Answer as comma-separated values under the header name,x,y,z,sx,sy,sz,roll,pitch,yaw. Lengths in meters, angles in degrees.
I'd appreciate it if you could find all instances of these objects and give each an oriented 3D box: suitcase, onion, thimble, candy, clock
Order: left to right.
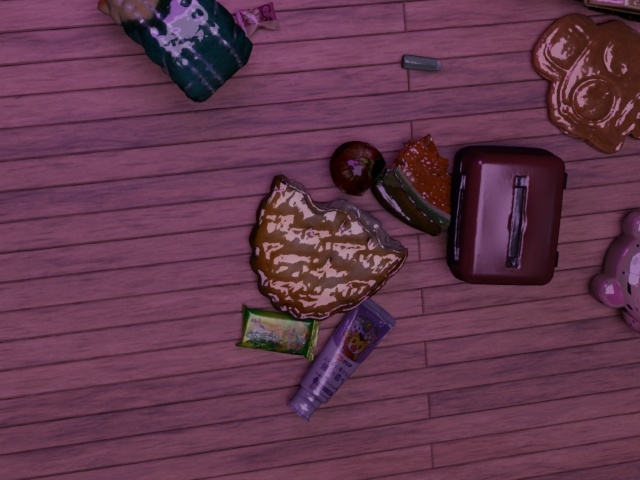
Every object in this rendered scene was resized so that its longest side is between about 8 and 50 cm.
name,x,y,z,sx,sy,sz,roll,pitch,yaw
thimble,-0.274,-0.408,1.697,0.167,0.254,0.288,-45,104,0
candy,-0.092,0.200,1.961,0.178,0.032,0.102,11,99,-12
onion,0.072,-0.155,1.887,0.118,0.118,0.117,37,59,-14
suitcase,0.393,-0.054,1.931,0.236,0.161,0.297,1,102,-9
clock,0.796,0.088,2.054,0.309,0.114,0.284,24,97,-12

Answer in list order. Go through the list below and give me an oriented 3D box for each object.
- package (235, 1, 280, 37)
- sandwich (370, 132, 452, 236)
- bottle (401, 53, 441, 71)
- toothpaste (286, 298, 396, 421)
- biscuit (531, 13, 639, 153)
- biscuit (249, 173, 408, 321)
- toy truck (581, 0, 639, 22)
name,x,y,z,sx,sy,sz,roll,pitch,yaw
package,-0.127,-0.450,1.832,0.083,0.029,0.059,-19,96,-16
sandwich,0.215,-0.116,1.925,0.185,0.109,0.160,44,71,-13
bottle,0.214,-0.375,1.903,0.083,0.030,0.030,4,100,-11
toothpaste,0.041,0.262,1.984,0.114,0.073,0.299,40,84,-15
biscuit,0.627,-0.339,1.975,0.376,0.051,0.269,34,95,-15
biscuit,0.000,0.000,1.920,0.329,0.078,0.335,-24,104,-2
toy truck,0.569,-0.558,1.823,0.405,0.254,0.181,11,103,-9
